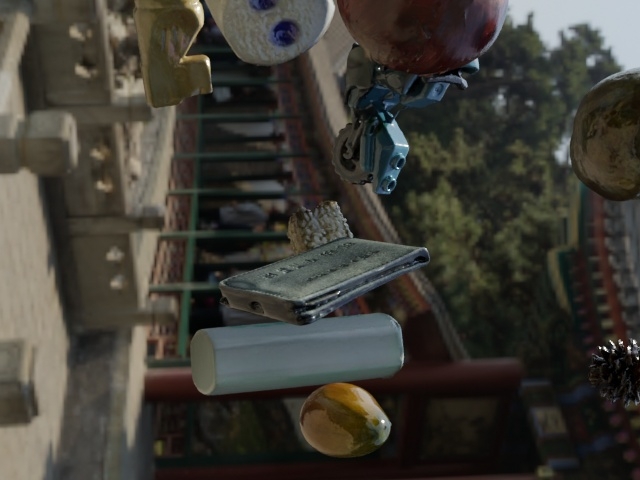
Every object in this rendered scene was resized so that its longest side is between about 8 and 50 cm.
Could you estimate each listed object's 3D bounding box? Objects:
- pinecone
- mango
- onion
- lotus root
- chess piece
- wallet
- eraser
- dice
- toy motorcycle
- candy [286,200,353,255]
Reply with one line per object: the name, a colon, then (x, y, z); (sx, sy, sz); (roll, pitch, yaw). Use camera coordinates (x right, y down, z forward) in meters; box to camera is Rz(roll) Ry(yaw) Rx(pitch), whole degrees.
pinecone: (0.585, 0.254, 2.028); (0.140, 0.120, 0.140); (15, 90, -70)
mango: (0.041, 0.330, 1.891); (0.221, 0.151, 0.121); (-149, -133, -76)
onion: (0.155, -0.387, 1.638); (0.276, 0.276, 0.276); (178, -90, -85)
lotus root: (0.546, -0.177, 1.759); (0.346, 0.250, 0.251); (-47, 136, -81)
chess piece: (-0.268, -0.385, 1.823); (0.137, 0.137, 0.301); (-104, -169, -69)
wallet: (0.001, 0.043, 1.267); (0.167, 0.222, 0.036); (8, -65, 52)
eraser: (-0.037, 0.170, 1.554); (0.189, 0.289, 0.104); (174, -87, -73)
dice: (-0.122, -0.555, 2.255); (0.251, 0.243, 0.259); (55, 10, -46)
toy motorcycle: (0.162, -0.278, 2.000); (0.232, 0.172, 0.416); (35, -70, 35)
candy: (0.000, 0.000, 1.539); (0.085, 0.095, 0.110); (95, -28, -61)
